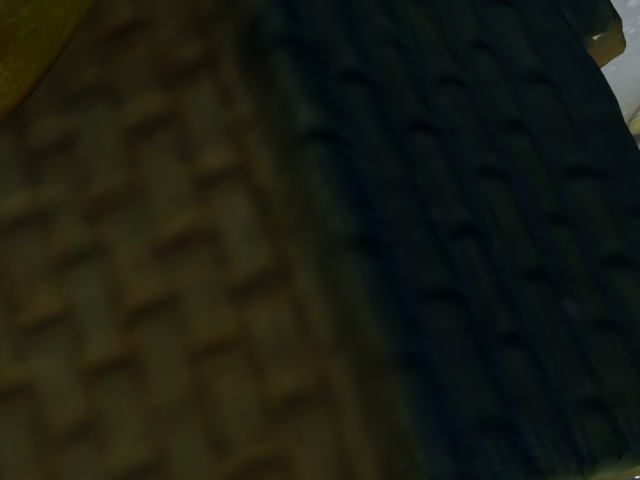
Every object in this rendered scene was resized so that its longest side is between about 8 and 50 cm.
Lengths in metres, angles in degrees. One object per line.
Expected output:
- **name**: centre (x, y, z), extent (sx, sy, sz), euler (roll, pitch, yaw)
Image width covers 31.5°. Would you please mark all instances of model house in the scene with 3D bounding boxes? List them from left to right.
- **model house**: centre (0.036, 0.056, 0.681), extent (0.400, 0.395, 0.445), euler (-25, 157, 5)

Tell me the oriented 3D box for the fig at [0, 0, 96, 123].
- **fig**: centre (-0.141, -0.134, 0.476), extent (0.274, 0.145, 0.170), euler (-28, 160, -3)
